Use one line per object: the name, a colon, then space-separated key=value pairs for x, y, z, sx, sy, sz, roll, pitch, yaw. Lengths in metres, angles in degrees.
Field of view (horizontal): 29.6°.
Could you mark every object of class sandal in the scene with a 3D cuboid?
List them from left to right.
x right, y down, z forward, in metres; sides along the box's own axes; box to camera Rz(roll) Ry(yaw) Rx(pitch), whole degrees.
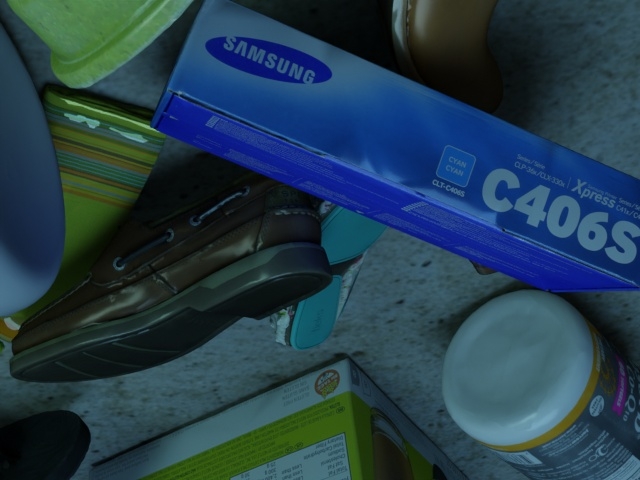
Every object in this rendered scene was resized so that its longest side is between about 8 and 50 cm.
sandal: x=-0.445 y=0.253 z=1.205 sx=0.445 sy=0.167 sz=0.107 roll=-19 pitch=120 yaw=11

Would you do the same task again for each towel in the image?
towel: x=-0.215 y=-0.022 z=1.010 sx=0.102 sy=0.021 sz=0.237 roll=17 pitch=125 yaw=-22

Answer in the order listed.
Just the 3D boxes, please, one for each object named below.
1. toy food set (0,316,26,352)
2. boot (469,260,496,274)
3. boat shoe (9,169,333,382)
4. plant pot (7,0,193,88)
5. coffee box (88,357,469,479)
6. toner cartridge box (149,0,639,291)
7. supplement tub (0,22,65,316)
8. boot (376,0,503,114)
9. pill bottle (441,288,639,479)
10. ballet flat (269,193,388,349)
toy food set: x=-0.301 y=0.049 z=1.081 sx=0.132 sy=0.038 sz=0.192 roll=29 pitch=126 yaw=-35
boot: x=0.164 y=-0.022 z=1.088 sx=0.106 sy=0.037 sz=0.114 roll=-25 pitch=132 yaw=14
boat shoe: x=-0.131 y=0.034 z=1.009 sx=0.307 sy=0.104 sz=0.110 roll=-21 pitch=160 yaw=20
plant pot: x=-0.149 y=-0.264 z=0.618 sx=0.254 sy=0.276 sz=0.276 roll=37 pitch=123 yaw=-26
coffee box: x=-0.018 y=0.394 z=1.294 sx=0.338 sy=0.334 sz=0.337 roll=-25 pitch=136 yaw=18
toner cartridge box: x=0.057 y=-0.058 z=0.870 sx=0.347 sy=0.075 sz=0.165 roll=22 pitch=172 yaw=-11
supplement tub: x=-0.367 y=-0.031 z=0.834 sx=0.324 sy=0.235 sz=0.235 roll=-14 pitch=138 yaw=6
boot: x=0.126 y=-0.214 z=0.829 sx=0.220 sy=0.109 sz=0.283 roll=-28 pitch=128 yaw=15
pill bottle: x=0.257 y=0.177 z=1.230 sx=0.162 sy=0.162 sz=0.278 roll=-31 pitch=134 yaw=23
ballet flat: x=0.000 y=0.000 z=1.049 sx=0.091 sy=0.077 sz=0.241 roll=-7 pitch=141 yaw=-32
